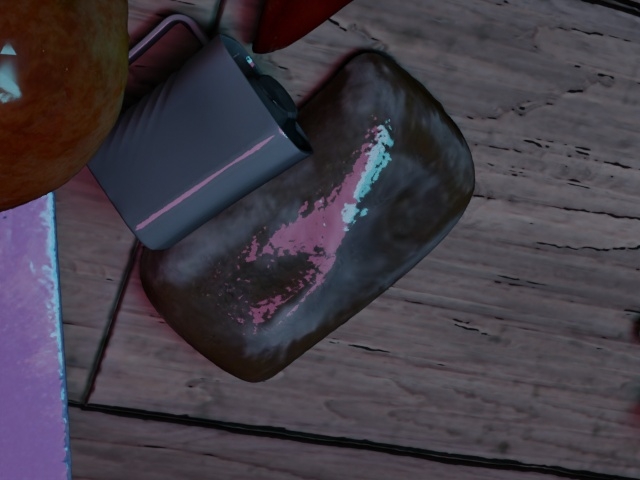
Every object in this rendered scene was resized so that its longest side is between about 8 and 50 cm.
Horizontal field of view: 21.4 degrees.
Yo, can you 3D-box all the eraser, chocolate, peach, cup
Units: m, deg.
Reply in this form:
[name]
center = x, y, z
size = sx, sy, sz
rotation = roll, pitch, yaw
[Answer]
[eraser]
center = -0.243, 0.072, 1.140
size = 0.144, 0.042, 0.312
rotation = -6, 104, -17
[chocolate]
center = -0.001, 0.000, 1.202
size = 0.254, 0.080, 0.157
rotation = -40, 123, 8
[peach]
center = -0.242, -0.123, 0.970
size = 0.256, 0.232, 0.232
rotation = 0, 120, -24
[cup]
center = -0.088, -0.078, 1.123
size = 0.129, 0.095, 0.128
rotation = -35, 87, 7

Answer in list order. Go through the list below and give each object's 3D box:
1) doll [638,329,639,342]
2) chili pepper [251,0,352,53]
[doll]
center = 0.371, 0.086, 1.329
size = 0.215, 0.161, 0.257
rotation = 27, 114, -3
[chili pepper]
center = 0.119, -0.228, 1.115
size = 0.368, 0.092, 0.137
rotation = -14, 142, -1
